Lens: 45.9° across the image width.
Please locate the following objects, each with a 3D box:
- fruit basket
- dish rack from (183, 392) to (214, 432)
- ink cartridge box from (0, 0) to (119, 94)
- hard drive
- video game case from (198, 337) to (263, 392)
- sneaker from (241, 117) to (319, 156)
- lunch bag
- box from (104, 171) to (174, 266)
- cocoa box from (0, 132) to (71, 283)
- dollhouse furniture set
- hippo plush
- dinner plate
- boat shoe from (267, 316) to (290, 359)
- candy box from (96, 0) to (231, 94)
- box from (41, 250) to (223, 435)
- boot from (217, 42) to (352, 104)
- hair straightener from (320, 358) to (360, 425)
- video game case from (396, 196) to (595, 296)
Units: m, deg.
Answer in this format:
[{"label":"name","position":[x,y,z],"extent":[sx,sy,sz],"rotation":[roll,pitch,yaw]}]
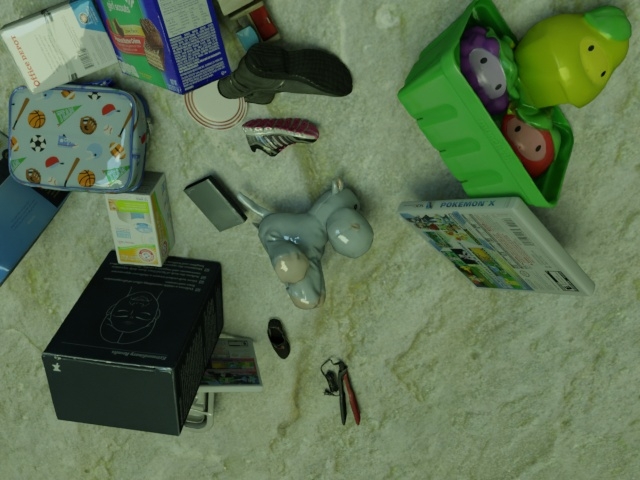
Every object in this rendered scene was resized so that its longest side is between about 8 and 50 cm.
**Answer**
[{"label":"fruit basket","position":[0.386,-0.275,1.387],"extent":[0.392,0.283,0.392],"rotation":[17,139,15]},{"label":"dish rack","position":[-0.423,0.379,2.087],"extent":[0.285,0.072,0.333],"rotation":[11,126,4]},{"label":"ink cartridge box","position":[-0.520,-0.397,1.520],"extent":[0.190,0.082,0.140],"rotation":[-21,120,-1]},{"label":"hard drive","position":[-0.243,-0.085,1.747],"extent":[0.094,0.022,0.135],"rotation":[-18,121,41]},{"label":"video game case","position":[-0.258,0.313,1.906],"extent":[0.201,0.183,0.023],"rotation":[3,123,-18]},{"label":"sneaker","position":[-0.083,-0.216,1.618],"extent":[0.170,0.063,0.075],"rotation":[4,125,13]},{"label":"lunch bag","position":[-0.513,-0.226,1.626],"extent":[0.303,0.115,0.243],"rotation":[5,96,5]},{"label":"box","position":[-0.420,-0.050,1.768],"extent":[0.114,0.103,0.203],"rotation":[5,125,8]},{"label":"cocoa box","position":[-0.759,-0.034,1.691],"extent":[0.228,0.347,0.231],"rotation":[38,122,-17]},{"label":"dollhouse furniture set","position":[-0.116,-0.444,1.411],"extent":[0.129,0.129,0.184],"rotation":[-26,125,5]},{"label":"hippo plush","position":[0.000,0.000,1.689],"extent":[0.236,0.294,0.234],"rotation":[-29,138,-2]},{"label":"dinner plate","position":[-0.224,-0.300,1.612],"extent":[0.141,0.017,0.141],"rotation":[5,124,8]},{"label":"boat shoe","position":[-0.111,0.262,1.969],"extent":[0.048,0.042,0.133],"rotation":[-5,125,11]},{"label":"candy box","position":[-0.313,-0.451,1.377],"extent":[0.268,0.122,0.317],"rotation":[27,139,47]},{"label":"box","position":[-0.419,0.229,1.782],"extent":[0.293,0.395,0.212],"rotation":[7,124,6]},{"label":"boot","position":[-0.073,-0.322,1.530],"extent":[0.246,0.084,0.161],"rotation":[8,163,-28]},{"label":"hair straightener","position":[0.045,0.410,2.038],"extent":[0.089,0.047,0.230],"rotation":[-7,123,14]},{"label":"video game case","position":[0.365,0.016,1.578],"extent":[0.300,0.036,0.329],"rotation":[1,149,49]}]
